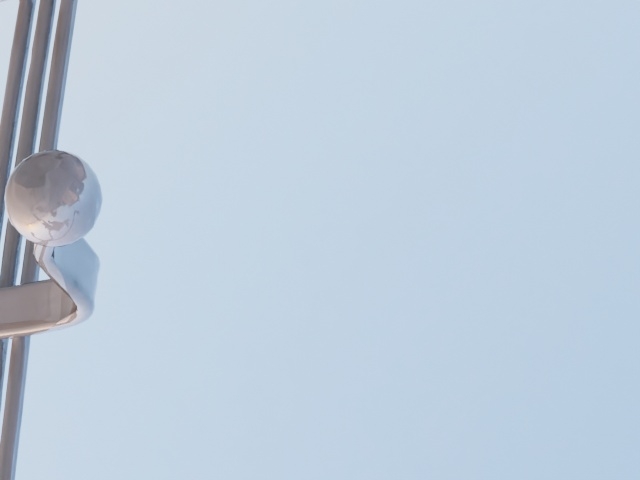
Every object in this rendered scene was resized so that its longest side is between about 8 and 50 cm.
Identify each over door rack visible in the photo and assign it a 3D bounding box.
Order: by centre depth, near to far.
[{"bbox_3d":[0.000,0.000,0.437,0.324,0.108,0.240,-4,-108,27],"label":"over door rack"}]
